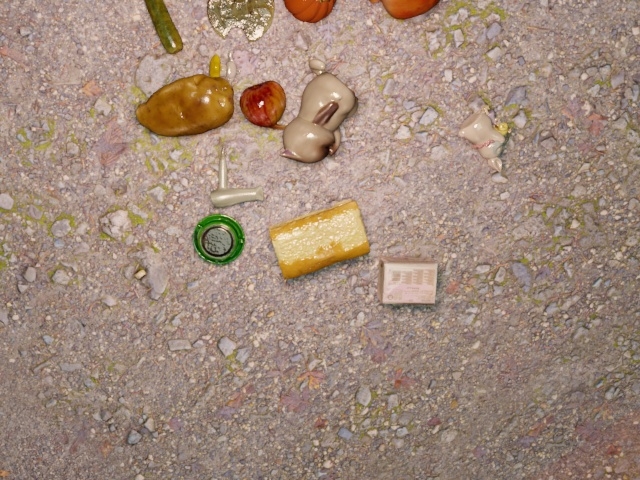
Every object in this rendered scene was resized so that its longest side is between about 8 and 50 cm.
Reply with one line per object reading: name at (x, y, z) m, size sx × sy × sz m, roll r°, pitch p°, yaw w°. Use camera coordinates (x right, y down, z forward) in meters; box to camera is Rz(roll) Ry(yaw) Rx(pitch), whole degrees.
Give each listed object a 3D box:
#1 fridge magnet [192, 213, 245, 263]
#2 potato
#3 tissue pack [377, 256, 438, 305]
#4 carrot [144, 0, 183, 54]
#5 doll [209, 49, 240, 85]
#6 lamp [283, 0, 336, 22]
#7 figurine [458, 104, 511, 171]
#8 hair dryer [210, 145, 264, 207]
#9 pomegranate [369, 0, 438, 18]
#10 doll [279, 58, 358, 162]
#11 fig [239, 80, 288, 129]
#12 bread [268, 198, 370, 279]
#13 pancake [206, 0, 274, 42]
fridge magnet at (-0.406, -0.004, 1.904) m, size 0.208 × 0.088 × 0.207 m, roll -1°, pitch 103°, yaw -4°
potato at (-0.494, -0.485, 1.752) m, size 0.370 × 0.195 × 0.176 m, roll -15°, pitch 70°, yaw 7°
tissue pack at (0.359, 0.167, 1.981) m, size 0.225 × 0.124 × 0.184 m, roll 1°, pitch 103°, yaw -4°
carrot at (-0.592, -0.851, 1.711) m, size 0.074 × 0.074 × 0.358 m, roll -21°, pitch 102°, yaw 1°
doll at (-0.357, -0.646, 1.780) m, size 0.113 × 0.071 × 0.135 m, roll 26°, pitch 95°, yaw -17°
lamp at (-0.041, -0.887, 1.680) m, size 0.223 × 0.197 × 0.223 m, roll -10°, pitch 106°, yaw -41°
figurine at (0.673, -0.399, 1.885) m, size 0.235 × 0.127 × 0.155 m, roll 43°, pitch 87°, yaw -17°
hair dryer at (-0.341, -0.257, 1.877) m, size 0.207 × 0.075 × 0.237 m, roll -11°, pitch 95°, yaw -9°
pomegranate at (0.300, -0.904, 1.680) m, size 0.271 × 0.252 × 0.228 m, roll -18°, pitch 95°, yaw 21°
doll at (0.001, -0.451, 1.774) m, size 0.226 × 0.215 × 0.370 m, roll 22°, pitch 101°, yaw -4°
fig at (-0.202, -0.484, 1.788) m, size 0.175 × 0.175 × 0.207 m, roll -18°, pitch 130°, yaw 0°
bread at (0.000, 0.000, 1.897) m, size 0.376 × 0.165 × 0.236 m, roll -20°, pitch 106°, yaw -1°
pancake at (-0.290, -0.856, 1.749) m, size 0.254 × 0.037 × 0.253 m, roll -1°, pitch 103°, yaw -5°
